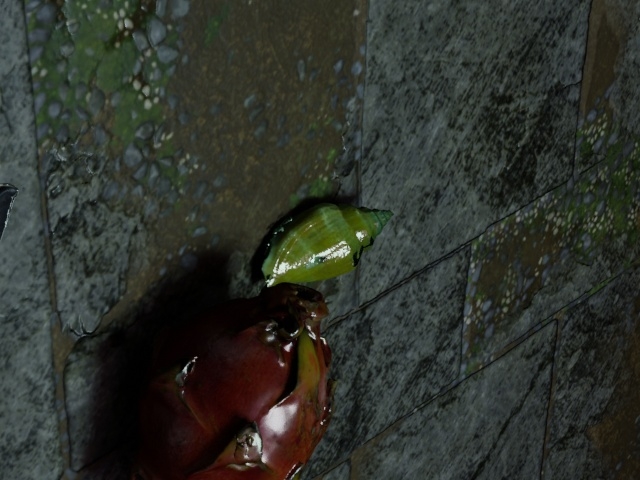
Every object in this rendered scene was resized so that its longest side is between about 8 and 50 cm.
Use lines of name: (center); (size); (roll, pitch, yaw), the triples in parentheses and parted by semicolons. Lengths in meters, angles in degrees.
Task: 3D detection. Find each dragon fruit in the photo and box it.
dragon fruit: (-0.102, 0.194, 1.914); (0.250, 0.250, 0.315); (-16, 138, -47)

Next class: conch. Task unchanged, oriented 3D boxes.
conch: (0.004, 0.001, 2.061); (0.200, 0.079, 0.095); (-17, 106, -36)

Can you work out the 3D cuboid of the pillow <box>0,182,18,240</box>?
pillow: (-0.376, 0.040, 1.616); (0.141, 0.055, 0.208); (1, 109, -43)
